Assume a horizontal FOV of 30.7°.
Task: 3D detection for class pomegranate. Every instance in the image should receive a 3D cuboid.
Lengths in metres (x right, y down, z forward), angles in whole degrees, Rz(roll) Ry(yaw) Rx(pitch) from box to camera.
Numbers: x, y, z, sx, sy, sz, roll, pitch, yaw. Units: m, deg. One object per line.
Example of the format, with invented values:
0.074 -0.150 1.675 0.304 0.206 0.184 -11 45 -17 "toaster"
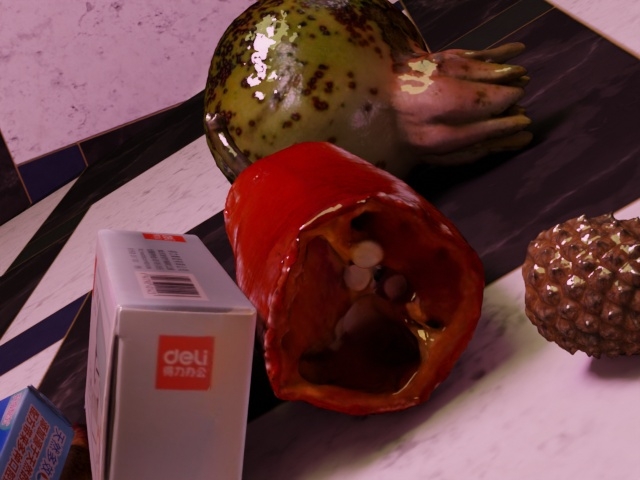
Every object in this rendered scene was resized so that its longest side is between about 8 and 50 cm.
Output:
0.038 -0.104 1.003 0.204 0.277 0.222 100 -171 -56 "pomegranate"

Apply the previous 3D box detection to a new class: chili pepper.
0.002 0.005 0.767 0.131 0.134 0.338 6 12 -15 "chili pepper"

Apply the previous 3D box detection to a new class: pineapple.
0.169 0.019 0.524 0.159 0.074 0.074 -4 32 46 "pineapple"

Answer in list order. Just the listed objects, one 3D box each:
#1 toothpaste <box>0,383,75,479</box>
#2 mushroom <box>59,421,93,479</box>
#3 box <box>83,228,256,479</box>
-0.212 0.198 0.667 0.066 0.053 0.272 -29 27 22 "toothpaste"
-0.200 0.176 0.806 0.123 0.052 0.123 -29 22 13 "mushroom"
-0.104 0.078 0.741 0.079 0.135 0.269 4 9 -14 "box"
